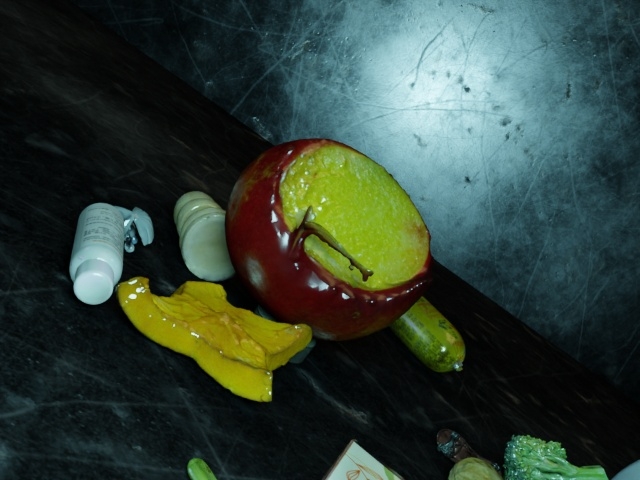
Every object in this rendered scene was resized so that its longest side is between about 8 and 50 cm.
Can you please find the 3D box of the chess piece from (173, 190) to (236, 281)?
[{"bbox_3d":[-0.244,-0.024,1.684,0.143,0.142,0.261,29,7,-28],"label":"chess piece"}]

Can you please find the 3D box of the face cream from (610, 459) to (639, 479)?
[{"bbox_3d":[0.665,0.566,1.416,0.220,0.312,0.356,27,34,-36],"label":"face cream"}]

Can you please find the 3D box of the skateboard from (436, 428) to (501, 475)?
[{"bbox_3d":[0.289,0.423,1.557,0.151,0.067,0.080,41,4,42],"label":"skateboard"}]

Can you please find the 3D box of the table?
[{"bbox_3d":[-0.075,0.176,1.538,0.134,0.043,0.133,34,12,-9],"label":"table"}]

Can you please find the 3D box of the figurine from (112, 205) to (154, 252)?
[{"bbox_3d":[-0.355,-0.020,1.497,0.086,0.082,0.094,45,24,-59],"label":"figurine"}]

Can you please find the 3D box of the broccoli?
[{"bbox_3d":[0.433,0.451,1.483,0.194,0.194,0.219,42,-8,26],"label":"broccoli"}]

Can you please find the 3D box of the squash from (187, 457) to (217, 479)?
[{"bbox_3d":[-0.136,0.295,0.971,0.027,0.027,0.083,20,19,-50],"label":"squash"}]

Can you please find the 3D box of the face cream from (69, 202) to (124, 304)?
[{"bbox_3d":[-0.357,0.020,1.289,0.082,0.082,0.269,30,13,-21],"label":"face cream"}]

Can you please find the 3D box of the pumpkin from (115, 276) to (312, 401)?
[{"bbox_3d":[-0.170,0.139,1.311,0.290,0.095,0.258,32,16,2],"label":"pumpkin"}]

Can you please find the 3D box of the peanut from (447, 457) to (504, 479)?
[{"bbox_3d":[0.284,0.457,1.331,0.108,0.095,0.226,6,31,-34],"label":"peanut"}]

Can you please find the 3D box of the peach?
[{"bbox_3d":[0.000,0.013,1.508,0.406,0.310,0.334,31,50,-28],"label":"peach"}]

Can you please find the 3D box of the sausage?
[{"bbox_3d":[0.252,0.217,2.058,0.123,0.123,0.347,22,17,-45],"label":"sausage"}]

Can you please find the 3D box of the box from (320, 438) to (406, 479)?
[{"bbox_3d":[0.097,0.426,0.875,0.345,0.122,0.385,37,13,9],"label":"box"}]
